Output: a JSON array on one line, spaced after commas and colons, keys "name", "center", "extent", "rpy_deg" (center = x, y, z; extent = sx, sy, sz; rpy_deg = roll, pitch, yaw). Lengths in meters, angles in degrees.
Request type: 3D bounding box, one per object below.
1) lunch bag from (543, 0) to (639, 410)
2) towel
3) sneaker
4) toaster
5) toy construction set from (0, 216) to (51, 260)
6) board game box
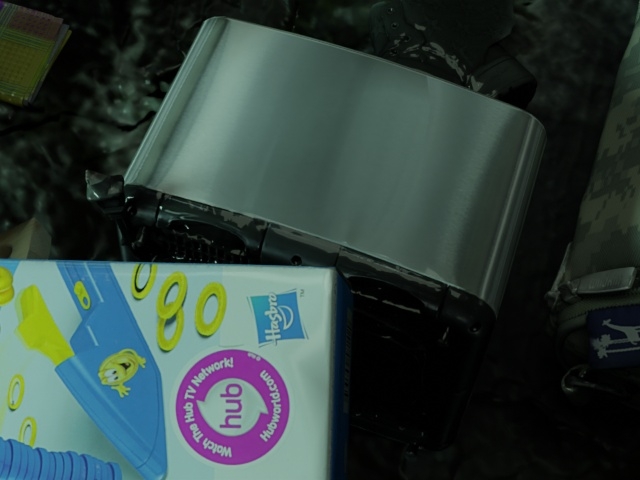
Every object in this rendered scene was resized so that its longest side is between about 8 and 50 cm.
[{"name": "lunch bag", "center": [0.256, -0.043, 0.749], "extent": [0.256, 0.212, 0.305], "rpy_deg": [8, 63, 20]}, {"name": "towel", "center": [-0.181, -0.103, 0.861], "extent": [0.083, 0.009, 0.060], "rpy_deg": [16, 60, 6]}, {"name": "sneaker", "center": [0.045, -0.086, 0.847], "extent": [0.170, 0.051, 0.089], "rpy_deg": [-26, 65, -23]}, {"name": "toaster", "center": [0.000, 0.000, 0.714], "extent": [0.168, 0.186, 0.110], "rpy_deg": [17, 64, 6]}, {"name": "toy construction set", "center": [-0.188, -0.077, 0.750], "extent": [0.309, 0.257, 0.237], "rpy_deg": [-41, 113, -8]}, {"name": "board game box", "center": [-0.144, 0.159, 0.580], "extent": [0.301, 0.086, 0.308], "rpy_deg": [1, 83, 5]}]
